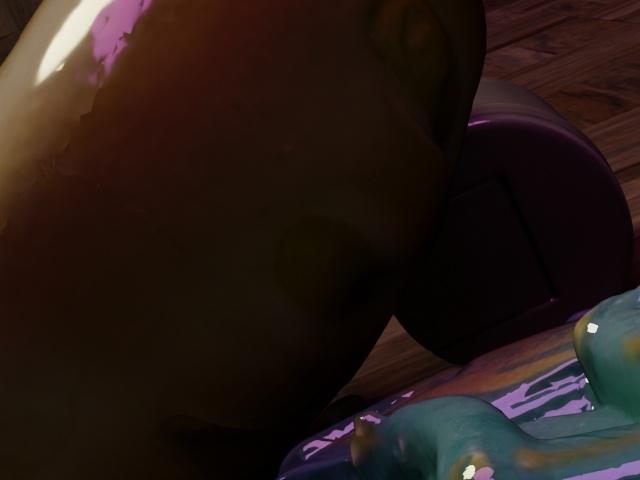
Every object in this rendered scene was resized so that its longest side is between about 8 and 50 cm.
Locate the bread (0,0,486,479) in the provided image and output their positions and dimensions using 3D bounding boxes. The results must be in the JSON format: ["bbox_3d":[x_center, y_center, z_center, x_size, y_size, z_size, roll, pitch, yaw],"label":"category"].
[{"bbox_3d":[-0.052,-0.007,0.610,0.333,0.160,0.333,-56,8,12],"label":"bread"}]

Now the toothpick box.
[{"bbox_3d":[0.079,-0.014,0.752,0.111,0.111,0.181,-21,10,6],"label":"toothpick box"}]

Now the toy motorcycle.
[{"bbox_3d":[0.081,0.052,0.429,0.296,0.109,0.198,-24,6,29],"label":"toy motorcycle"}]
